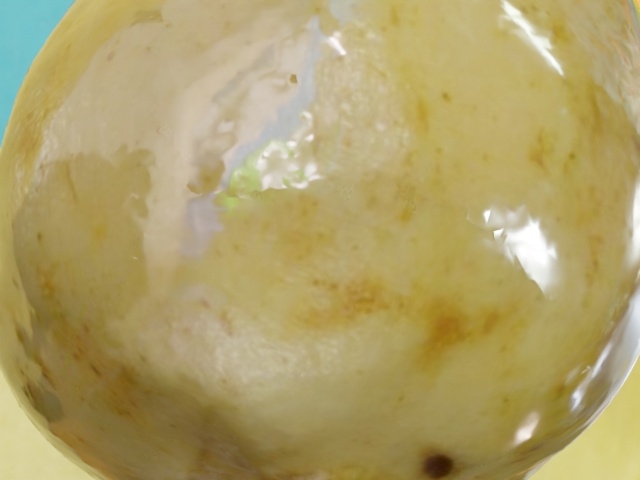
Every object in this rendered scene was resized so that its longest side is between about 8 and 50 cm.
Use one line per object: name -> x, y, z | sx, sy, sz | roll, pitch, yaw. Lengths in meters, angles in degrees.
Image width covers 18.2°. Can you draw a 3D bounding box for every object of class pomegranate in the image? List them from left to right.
pomegranate -> 0.006, -0.017, 0.800 | 0.307, 0.307, 0.307 | -18, 111, -58
